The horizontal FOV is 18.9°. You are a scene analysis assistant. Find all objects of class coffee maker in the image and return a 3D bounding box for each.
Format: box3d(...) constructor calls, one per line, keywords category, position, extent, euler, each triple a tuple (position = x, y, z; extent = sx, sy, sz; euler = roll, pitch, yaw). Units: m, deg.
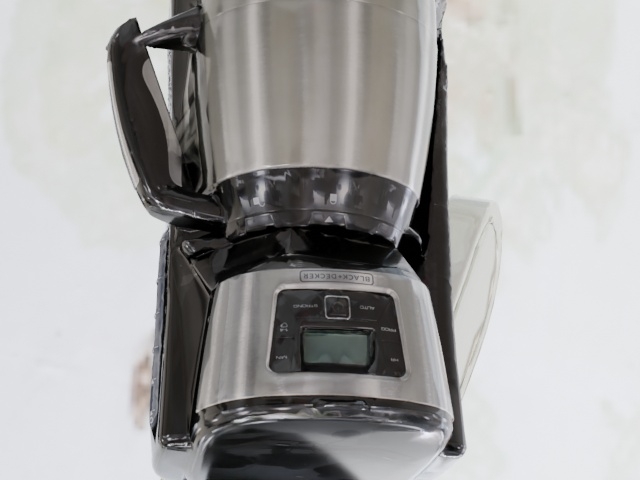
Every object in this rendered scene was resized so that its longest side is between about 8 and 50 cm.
box3d(category="coffee maker", position=(0.000, 0.000, 0.690), extent=(0.171, 0.120, 0.178), euler=(49, -141, -68))

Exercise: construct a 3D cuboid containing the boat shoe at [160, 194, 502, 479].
box3d(category="boat shoe", position=(-0.012, 0.103, 0.799), extent=(0.109, 0.091, 0.305), euler=(78, -148, -56))
